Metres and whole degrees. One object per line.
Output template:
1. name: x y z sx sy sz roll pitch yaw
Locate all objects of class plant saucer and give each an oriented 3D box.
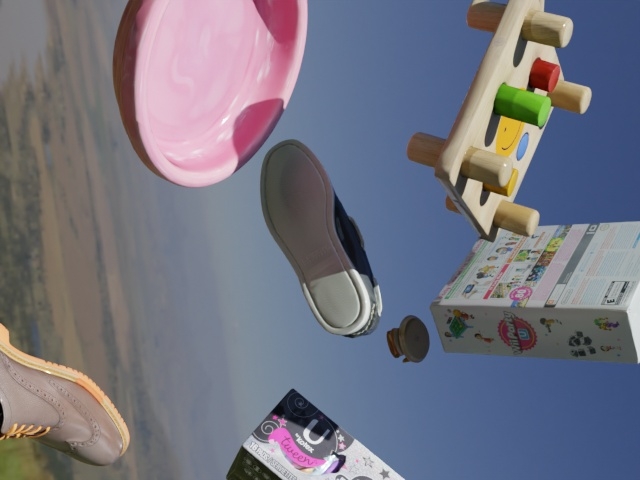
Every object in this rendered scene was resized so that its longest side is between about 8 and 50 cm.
1. plant saucer: -0.141 -0.232 1.238 0.084 0.332 0.332 23 -44 26

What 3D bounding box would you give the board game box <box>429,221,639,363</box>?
1. board game box: 0.349 0.072 1.492 0.224 0.303 0.097 -47 126 -43

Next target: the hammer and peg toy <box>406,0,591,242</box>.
1. hammer and peg toy: 0.256 -0.193 1.255 0.361 0.127 0.266 -65 153 -9

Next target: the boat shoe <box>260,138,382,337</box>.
1. boat shoe: 0.000 0.000 1.424 0.091 0.114 0.302 24 46 -65

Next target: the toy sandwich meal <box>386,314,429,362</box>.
1. toy sandwich meal: 0.142 0.160 1.603 0.029 0.086 0.085 -15 -99 41

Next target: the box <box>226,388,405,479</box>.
1. box: -0.007 0.390 1.635 0.247 0.142 0.163 37 -35 8

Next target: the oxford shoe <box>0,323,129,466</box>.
1. oxford shoe: -0.402 0.224 1.316 0.364 0.130 0.132 41 27 -32
